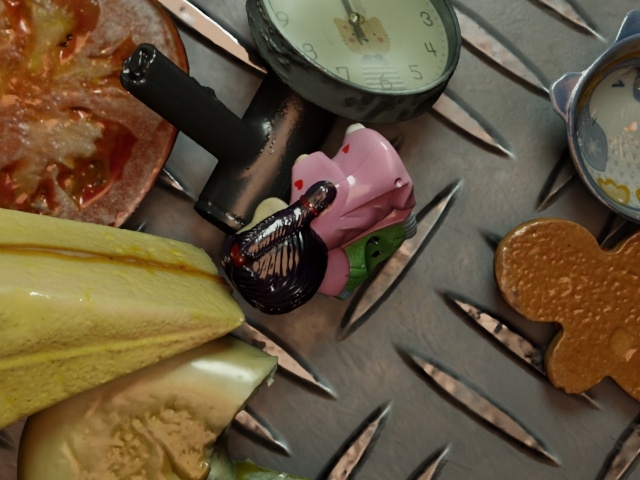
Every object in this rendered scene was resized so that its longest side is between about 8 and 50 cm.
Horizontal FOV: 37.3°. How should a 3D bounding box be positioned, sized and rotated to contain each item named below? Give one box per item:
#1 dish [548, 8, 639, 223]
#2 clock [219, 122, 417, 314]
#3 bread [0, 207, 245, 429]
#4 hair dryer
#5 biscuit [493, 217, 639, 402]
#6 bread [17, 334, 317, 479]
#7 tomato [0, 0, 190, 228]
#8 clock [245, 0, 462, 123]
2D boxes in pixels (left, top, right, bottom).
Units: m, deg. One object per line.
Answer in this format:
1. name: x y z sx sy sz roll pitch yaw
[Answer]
1. dish: 0.360 -0.124 1.014 0.236 0.086 0.228 43 87 -4
2. clock: 0.000 0.000 0.939 0.195 0.194 0.100 -38 65 -11
3. bread: -0.223 0.025 0.856 0.264 0.167 0.163 -22 127 -15
4. hair dryer: -0.093 -0.117 0.920 0.089 0.251 0.197 28 88 38
5. biscuit: 0.327 0.080 1.027 0.324 0.049 0.205 27 97 -10
6. bread: -0.142 0.240 0.949 0.333 0.160 0.332 0 90 -3
7. tomato: -0.299 -0.147 0.924 0.338 0.143 0.338 -8 114 -18
8. clock: 0.037 -0.220 0.946 0.226 0.049 0.226 12 57 -19
